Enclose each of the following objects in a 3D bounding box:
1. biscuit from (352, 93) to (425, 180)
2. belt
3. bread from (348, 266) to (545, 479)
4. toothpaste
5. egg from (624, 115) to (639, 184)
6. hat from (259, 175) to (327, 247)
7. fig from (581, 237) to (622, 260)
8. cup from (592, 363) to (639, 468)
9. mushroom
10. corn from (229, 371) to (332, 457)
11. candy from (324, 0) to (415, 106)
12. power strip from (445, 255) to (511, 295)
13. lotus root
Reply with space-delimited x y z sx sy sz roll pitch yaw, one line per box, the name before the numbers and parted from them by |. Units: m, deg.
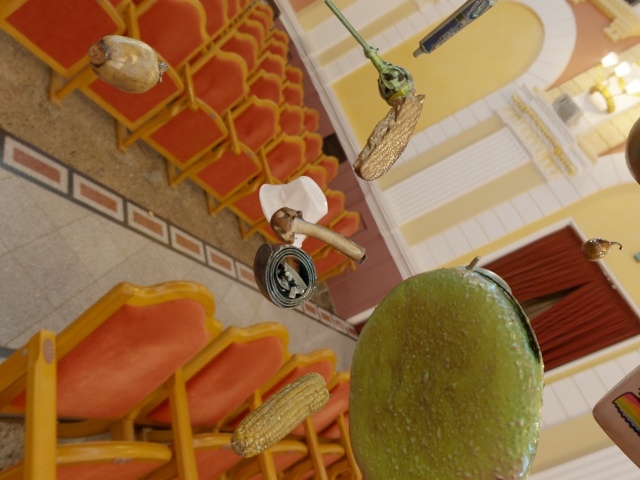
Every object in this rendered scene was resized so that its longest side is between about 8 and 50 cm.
biscuit | 0.139 -0.213 0.963 0.031 0.229 0.176 30 -46 26
belt | -0.131 0.114 1.642 0.116 0.206 0.267 16 -42 53
bread | 0.121 0.170 0.534 0.045 0.301 0.301 18 36 -28
toothpaste | 0.281 -0.460 0.994 0.057 0.197 0.034 25 45 -41
egg | 0.848 -0.208 1.025 0.258 0.352 0.258 179 -90 -67
hat | -0.061 -0.098 1.259 0.203 0.126 0.203 45 24 -26
fig | 0.609 0.016 1.002 0.050 0.083 0.050 -9 90 -88
cup | 0.696 0.372 0.908 0.191 0.200 0.253 35 15 -33
mushroom | 0.000 0.000 0.800 0.187 0.060 0.061 24 58 -10
corn | -0.087 0.407 1.100 0.313 0.102 0.101 -17 79 -55
candy | 0.112 -0.443 1.093 0.305 0.083 0.091 49 5 -4
power strip | 0.205 0.104 0.742 0.137 0.216 0.044 19 36 -16
lotus root | -0.465 -0.432 1.153 0.221 0.125 0.118 -4 64 -60
